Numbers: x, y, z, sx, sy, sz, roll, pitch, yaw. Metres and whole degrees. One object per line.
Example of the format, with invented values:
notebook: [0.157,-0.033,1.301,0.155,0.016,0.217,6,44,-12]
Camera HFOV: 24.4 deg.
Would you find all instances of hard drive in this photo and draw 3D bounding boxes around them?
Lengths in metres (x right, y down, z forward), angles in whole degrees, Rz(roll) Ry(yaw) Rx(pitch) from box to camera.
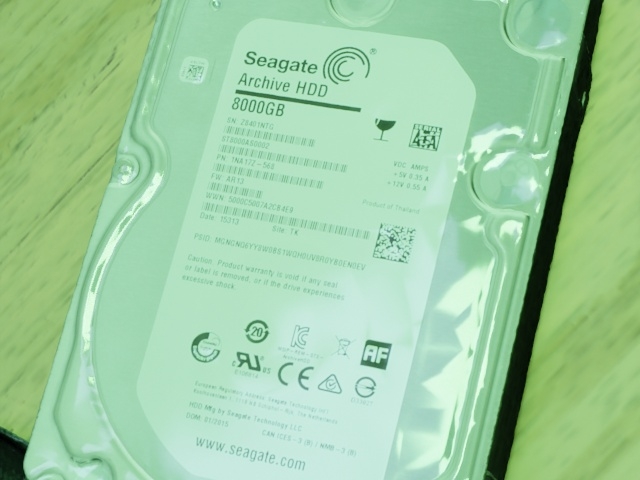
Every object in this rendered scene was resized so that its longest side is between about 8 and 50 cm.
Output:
hard drive: [0.000,0.000,0.767,0.237,0.064,0.339,11,74,18]

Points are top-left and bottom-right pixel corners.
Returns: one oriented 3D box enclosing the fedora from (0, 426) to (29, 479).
fedora: [-0.261,0.242,0.764,0.334,0.152,0.334,-7,70,21]
